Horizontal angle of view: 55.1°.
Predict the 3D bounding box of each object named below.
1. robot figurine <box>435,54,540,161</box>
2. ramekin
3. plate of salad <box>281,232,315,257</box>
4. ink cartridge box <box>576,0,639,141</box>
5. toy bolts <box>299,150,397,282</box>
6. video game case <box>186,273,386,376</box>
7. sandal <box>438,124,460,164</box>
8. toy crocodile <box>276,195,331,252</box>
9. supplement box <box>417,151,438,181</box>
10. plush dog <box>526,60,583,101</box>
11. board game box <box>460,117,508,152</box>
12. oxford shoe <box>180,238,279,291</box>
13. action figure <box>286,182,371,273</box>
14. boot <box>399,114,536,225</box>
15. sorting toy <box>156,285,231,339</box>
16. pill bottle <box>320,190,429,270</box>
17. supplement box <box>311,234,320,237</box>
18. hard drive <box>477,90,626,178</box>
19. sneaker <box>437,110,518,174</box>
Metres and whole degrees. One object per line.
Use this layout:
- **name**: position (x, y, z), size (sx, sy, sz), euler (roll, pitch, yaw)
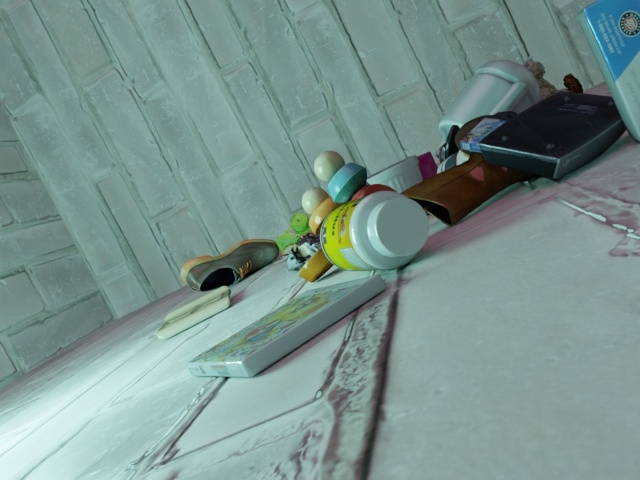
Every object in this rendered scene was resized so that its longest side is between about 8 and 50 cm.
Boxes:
- **robot figurine**: position (0.466, -0.349, 1.691), size (0.353, 0.200, 0.300), euler (-54, 8, -5)
- **ramekin**: position (0.165, -0.121, 1.694), size (0.273, 0.127, 0.273), euler (-26, 5, 2)
- **plate of salad**: position (-0.040, 0.002, 1.982), size (0.200, 0.048, 0.200), euler (-27, 4, 2)
- **ink cartridge box**: position (0.564, -0.305, 0.870), size (0.308, 0.223, 0.129), euler (-25, 5, 23)
- **toy bolts**: position (0.012, -0.057, 1.188), size (0.218, 0.158, 0.228), euler (-36, -14, -40)
- **video game case**: position (-0.051, 0.117, 0.832), size (0.227, 0.026, 0.206), euler (-30, 5, -32)
- **sandal**: position (0.307, -0.194, 1.481), size (0.040, 0.179, 0.067), euler (25, 45, 34)
- **toy crocodile**: position (0.004, -0.056, 2.119), size (0.341, 0.105, 0.115), euler (-28, -37, -8)
- **supplement box**: position (0.277, -0.186, 1.901), size (0.111, 0.113, 0.220), euler (-22, 5, 37)
- **plush dog**: position (0.659, -0.382, 1.819), size (0.262, 0.211, 0.225), euler (-55, 22, -2)
- **board game box**: position (0.322, -0.194, 1.139), size (0.090, 0.020, 0.090), euler (19, 49, 41)
- **oxford shoe**: position (-0.280, 0.096, 2.074), size (0.364, 0.129, 0.133), euler (-21, 34, -29)
- **action figure**: position (0.031, -0.009, 1.410), size (0.285, 0.099, 0.185), euler (-38, 9, 11)
- **boot**: position (0.268, -0.130, 1.181), size (0.280, 0.096, 0.264), euler (-31, 36, -16)
- **sorting toy**: position (-0.311, 0.185, 1.548), size (0.193, 0.038, 0.208), euler (-27, 9, -6)
- **pill bottle**: position (0.083, -0.012, 0.950), size (0.117, 0.117, 0.215), euler (-28, 5, -18)
- **supplement box**: position (0.000, 0.000, 1.792), size (0.083, 0.043, 0.055), euler (-21, 7, 47)
- **hard drive**: position (0.410, -0.184, 1.046), size (0.255, 0.054, 0.172), euler (-32, 35, -29)
- **sneaker**: position (0.411, -0.218, 1.426), size (0.321, 0.126, 0.127), euler (-42, 7, -31)
